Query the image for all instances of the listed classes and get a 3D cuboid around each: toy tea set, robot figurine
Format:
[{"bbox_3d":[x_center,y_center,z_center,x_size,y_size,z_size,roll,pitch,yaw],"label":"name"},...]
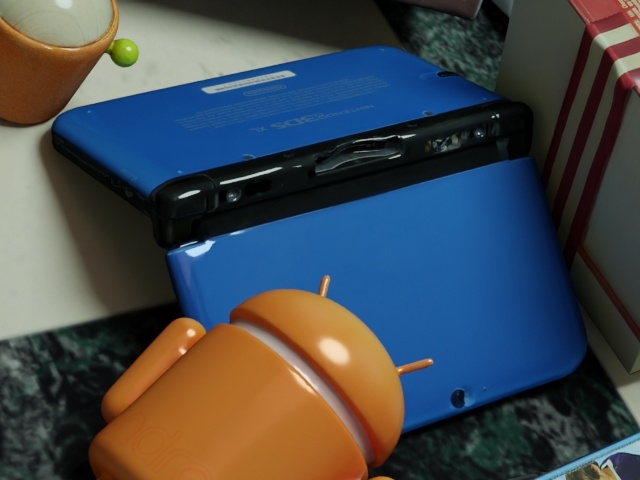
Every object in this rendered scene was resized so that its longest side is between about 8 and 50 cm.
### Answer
[{"bbox_3d":[-0.282,-0.174,1.163,0.336,0.124,0.200,-7,57,-34],"label":"toy tea set"},{"bbox_3d":[-0.040,0.117,1.020,0.219,0.158,0.128,-43,110,-18],"label":"robot figurine"}]

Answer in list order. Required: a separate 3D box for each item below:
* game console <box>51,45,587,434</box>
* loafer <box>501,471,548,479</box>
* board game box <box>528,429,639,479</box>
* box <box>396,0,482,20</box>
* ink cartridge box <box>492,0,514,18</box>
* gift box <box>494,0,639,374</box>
[{"bbox_3d":[0.000,0.000,1.223,0.293,0.173,0.250,-15,29,-31],"label":"game console"},{"bbox_3d":[0.083,0.194,1.080,0.223,0.076,0.078,-13,74,-34],"label":"loafer"},{"bbox_3d":[0.187,0.266,0.992,0.302,0.086,0.308,-17,80,-34],"label":"board game box"},{"bbox_3d":[-0.061,-0.290,1.322,0.381,0.143,0.191,11,22,-14],"label":"box"},{"bbox_3d":[0.190,-0.263,1.530,0.189,0.066,0.232,-5,35,-28],"label":"ink cartridge box"},{"bbox_3d":[0.288,-0.076,1.259,0.276,0.258,0.255,-16,58,-16],"label":"gift box"}]
